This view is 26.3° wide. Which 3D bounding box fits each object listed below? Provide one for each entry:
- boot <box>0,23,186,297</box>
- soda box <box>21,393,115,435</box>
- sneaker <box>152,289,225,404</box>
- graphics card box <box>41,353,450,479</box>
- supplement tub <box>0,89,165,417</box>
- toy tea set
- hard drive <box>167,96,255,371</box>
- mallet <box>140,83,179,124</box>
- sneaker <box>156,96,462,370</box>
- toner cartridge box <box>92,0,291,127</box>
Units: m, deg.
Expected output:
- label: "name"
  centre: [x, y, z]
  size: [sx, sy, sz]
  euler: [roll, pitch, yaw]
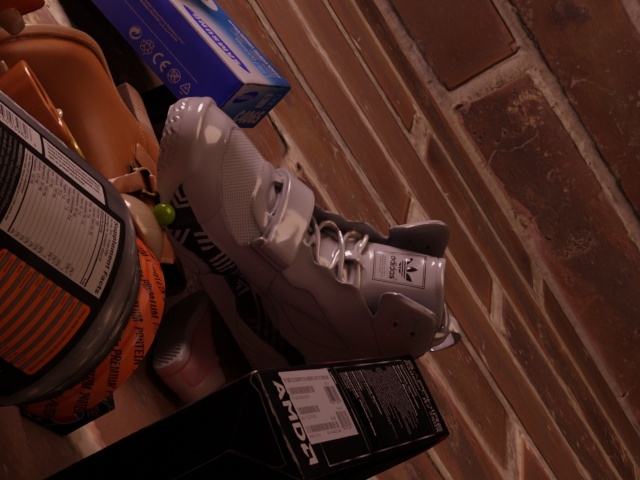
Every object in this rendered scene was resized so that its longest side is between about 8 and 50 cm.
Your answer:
- label: "boot"
  centre: [-0.222, -0.065, 1.283]
  size: [0.283, 0.109, 0.220]
  euler: [43, 28, -66]
- label: "soda box"
  centre: [-0.217, 0.071, 1.131]
  size: [0.060, 0.053, 0.169]
  euler: [42, 26, -49]
- label: "sneaker"
  centre: [-0.124, 0.110, 1.347]
  size: [0.070, 0.051, 0.134]
  euler: [55, 21, -24]
- label: "graphics card box"
  centre: [-0.057, 0.183, 1.110]
  size: [0.094, 0.232, 0.371]
  euler: [65, 18, 10]
- label: "supplement tub"
  centre: [-0.256, -0.012, 0.914]
  size: [0.316, 0.193, 0.194]
  euler: [45, 23, -45]
- label: "toy tea set"
  centre: [-0.214, -0.129, 1.101]
  size: [0.336, 0.124, 0.200]
  euler: [62, -4, -26]
- label: "hard drive"
  centre: [-0.082, 0.029, 1.472]
  size: [0.319, 0.040, 0.210]
  euler: [64, 11, -45]
- label: "mallet"
  centre: [-0.142, -0.112, 1.621]
  size: [0.190, 0.062, 0.039]
  euler: [50, 19, -33]
- label: "sneaker"
  centre: [0.000, 0.000, 1.253]
  size: [0.366, 0.210, 0.137]
  euler: [65, 27, -45]
- label: "toner cartridge box"
  centre: [-0.193, -0.281, 1.586]
  size: [0.348, 0.075, 0.165]
  euler: [49, 17, 8]
